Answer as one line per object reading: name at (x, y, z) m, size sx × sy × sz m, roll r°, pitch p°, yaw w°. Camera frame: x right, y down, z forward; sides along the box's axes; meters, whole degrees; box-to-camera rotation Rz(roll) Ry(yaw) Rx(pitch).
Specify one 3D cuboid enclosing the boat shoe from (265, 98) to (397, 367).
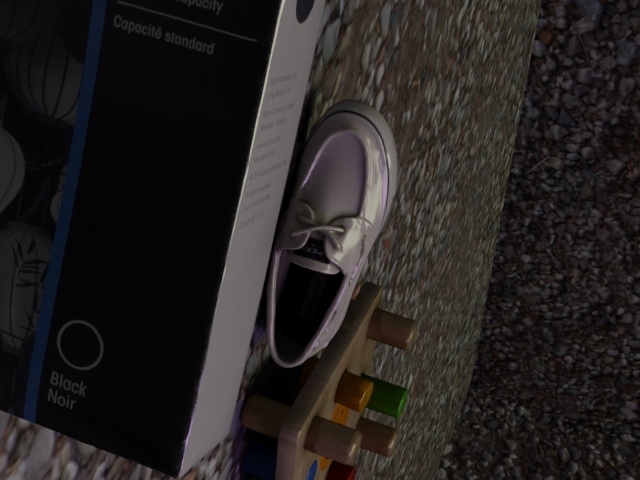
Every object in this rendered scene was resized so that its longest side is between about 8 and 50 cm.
boat shoe at (0.000, 0.000, 1.110) m, size 0.088 × 0.096 × 0.267 m, roll -55°, pitch 166°, yaw -62°

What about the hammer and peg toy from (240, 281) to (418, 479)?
hammer and peg toy at (0.002, 0.256, 1.336) m, size 0.266 × 0.127 × 0.361 m, roll -56°, pitch 158°, yaw -48°

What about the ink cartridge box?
ink cartridge box at (-0.091, -0.074, 0.515) m, size 0.065 × 0.165 × 0.332 m, roll -31°, pitch 136°, yaw -67°
